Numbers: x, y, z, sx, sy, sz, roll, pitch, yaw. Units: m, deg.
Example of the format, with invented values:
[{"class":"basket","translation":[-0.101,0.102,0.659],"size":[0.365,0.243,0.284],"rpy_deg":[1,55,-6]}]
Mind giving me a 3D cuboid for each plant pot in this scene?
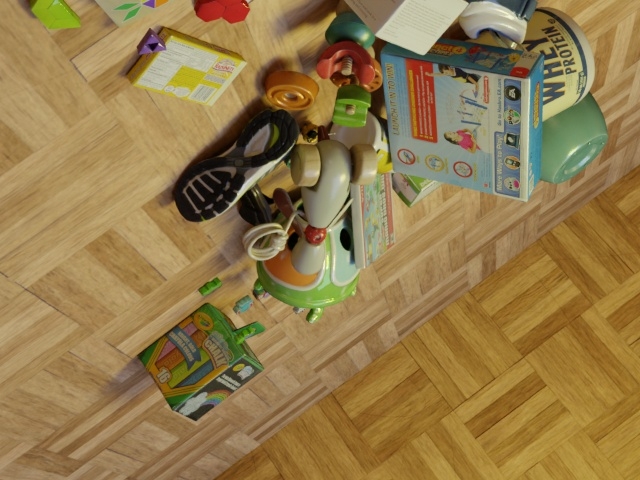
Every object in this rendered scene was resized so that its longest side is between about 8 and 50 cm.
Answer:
[{"class":"plant pot","translation":[0.604,-0.291,2.498],"size":[0.293,0.235,0.293],"rpy_deg":[-31,158,-14]}]

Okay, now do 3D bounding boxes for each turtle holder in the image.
[{"class":"turtle holder","translation":[0.006,0.012,2.191],"size":[0.320,0.243,0.227],"rpy_deg":[-17,135,-32]}]

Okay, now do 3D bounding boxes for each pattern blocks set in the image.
[{"class":"pattern blocks set","translation":[-0.250,-0.359,1.261],"size":[0.285,0.026,0.325],"rpy_deg":[-20,153,2]}]

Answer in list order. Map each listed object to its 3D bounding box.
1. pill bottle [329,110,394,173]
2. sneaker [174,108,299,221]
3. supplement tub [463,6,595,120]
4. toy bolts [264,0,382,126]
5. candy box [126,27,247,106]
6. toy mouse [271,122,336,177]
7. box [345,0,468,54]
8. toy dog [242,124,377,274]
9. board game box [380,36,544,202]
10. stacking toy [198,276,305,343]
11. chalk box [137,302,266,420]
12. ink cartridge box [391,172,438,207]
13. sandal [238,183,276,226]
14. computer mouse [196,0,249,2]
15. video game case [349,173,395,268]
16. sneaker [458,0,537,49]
[{"class":"pill bottle","translation":[0.116,-0.210,2.073],"size":[0.119,0.119,0.208],"rpy_deg":[-45,157,17]},{"class":"sneaker","translation":[-0.150,-0.136,1.839],"size":[0.300,0.111,0.121],"rpy_deg":[-35,174,14]},{"class":"supplement tub","translation":[0.405,-0.349,2.080],"size":[0.324,0.235,0.235],"rpy_deg":[-28,156,-22]},{"class":"toy bolts","translation":[0.019,-0.338,1.725],"size":[0.218,0.159,0.228],"rpy_deg":[10,158,-6]},{"class":"candy box","translation":[-0.214,-0.279,1.560],"size":[0.105,0.027,0.206],"rpy_deg":[-48,156,19]},{"class":"toy mouse","translation":[-0.062,-0.189,1.962],"size":[0.143,0.031,0.161],"rpy_deg":[-47,156,22]},{"class":"box","translation":[0.118,-0.422,1.576],"size":[0.119,0.181,0.182],"rpy_deg":[-47,156,23]},{"class":"toy dog","translation":[-0.012,-0.098,1.944],"size":[0.220,0.161,0.334],"rpy_deg":[20,126,-30]},{"class":"board game box","translation":[0.284,-0.246,1.899],"size":[0.086,0.302,0.308],"rpy_deg":[-54,149,-36]},{"class":"stacking toy","translation":[-0.154,0.135,2.278],"size":[0.221,0.167,0.052],"rpy_deg":[-29,157,-23]},{"class":"chalk box","translation":[-0.271,0.285,2.386],"size":[0.289,0.179,0.180],"rpy_deg":[-38,157,-2]},{"class":"ink cartridge box","translation":[0.281,-0.201,2.286],"size":[0.188,0.097,0.255],"rpy_deg":[-35,172,-17]},{"class":"sandal","translation":[-0.133,-0.082,2.026],"size":[0.060,0.090,0.219],"rpy_deg":[-54,156,-20]},{"class":"computer mouse","translation":[-0.104,-0.401,1.468],"size":[0.193,0.042,0.106],"rpy_deg":[-37,159,-1]},{"class":"video game case","translation":[0.124,-0.063,2.209],"size":[0.025,0.204,0.285],"rpy_deg":[-1,-169,19]},{"class":"sneaker","translation":[0.388,-0.487,1.809],"size":[0.322,0.130,0.236],"rpy_deg":[-15,119,-28]}]
